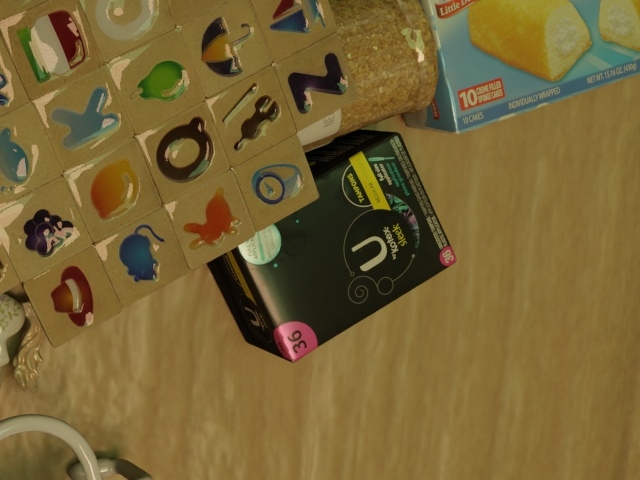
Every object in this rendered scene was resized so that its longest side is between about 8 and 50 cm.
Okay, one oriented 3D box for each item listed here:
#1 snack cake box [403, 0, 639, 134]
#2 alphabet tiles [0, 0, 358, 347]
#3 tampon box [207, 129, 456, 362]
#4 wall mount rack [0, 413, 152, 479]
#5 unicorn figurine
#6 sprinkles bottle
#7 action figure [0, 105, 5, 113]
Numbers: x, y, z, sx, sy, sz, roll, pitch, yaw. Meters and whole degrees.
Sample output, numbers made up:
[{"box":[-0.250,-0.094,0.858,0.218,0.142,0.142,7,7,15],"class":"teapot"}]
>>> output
[{"box":[0.184,-0.198,1.308,0.264,0.089,0.152,-20,106,-23],"class":"snack cake box"},{"box":[-0.139,-0.097,1.081,0.342,0.011,0.285,-30,119,-17],"class":"alphabet tiles"},{"box":[0.000,0.000,1.245,0.161,0.101,0.120,-32,107,-18],"class":"tampon box"},{"box":[-0.260,0.299,1.153,0.304,0.130,0.350,-10,98,-26],"class":"wall mount rack"},{"box":[-0.274,0.052,1.160,0.162,0.060,0.111,21,86,-40],"class":"unicorn figurine"},{"box":[-0.088,-0.101,1.187,0.355,0.121,0.121,-22,103,-21],"class":"sprinkles bottle"},{"box":[-0.369,-0.162,1.004,0.341,0.178,0.330,41,96,-2],"class":"action figure"}]
